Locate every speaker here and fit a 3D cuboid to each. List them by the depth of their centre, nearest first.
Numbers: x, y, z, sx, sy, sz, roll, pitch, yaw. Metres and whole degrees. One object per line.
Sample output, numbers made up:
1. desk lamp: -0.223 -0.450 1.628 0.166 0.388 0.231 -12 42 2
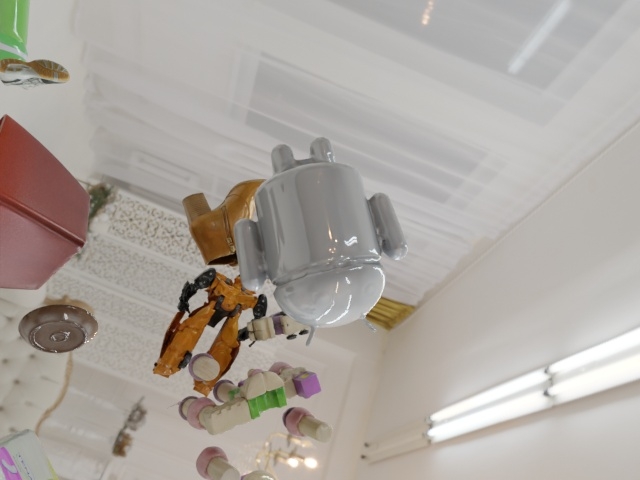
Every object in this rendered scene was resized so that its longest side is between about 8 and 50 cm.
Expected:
1. speaker: -0.645 -0.494 1.059 0.131 0.131 0.296 -177 -89 -86

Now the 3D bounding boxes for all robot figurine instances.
1. robot figurine: 0.000 0.000 0.942 0.200 0.300 0.353 87 -9 -77
2. robot figurine: -0.254 0.202 1.234 0.291 0.211 0.085 -59 -163 1

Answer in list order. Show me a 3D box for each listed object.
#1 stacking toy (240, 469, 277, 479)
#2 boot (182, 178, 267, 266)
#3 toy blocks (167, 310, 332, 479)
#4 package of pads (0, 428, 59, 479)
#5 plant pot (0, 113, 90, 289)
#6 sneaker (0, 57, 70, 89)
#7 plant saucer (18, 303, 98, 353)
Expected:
1. stacking toy: -0.250 0.666 1.316 0.330 0.141 0.141 -27 -151 33
2. boot: -0.207 -0.043 1.420 0.295 0.211 0.104 -17 161 -33
3. toy blocks: -0.171 0.324 1.178 0.260 0.289 0.308 -9 -85 60
4. package of pads: -0.460 0.453 0.826 0.101 0.296 0.229 -26 176 -17
5. plant pot: -0.647 -0.051 1.126 0.267 0.236 0.267 -39 -137 17
6. sneaker: -0.376 -0.216 0.699 0.037 0.083 0.032 -50 -134 52
7. plant saucer: -0.714 0.252 1.452 0.036 0.199 0.198 -111 -144 -44
